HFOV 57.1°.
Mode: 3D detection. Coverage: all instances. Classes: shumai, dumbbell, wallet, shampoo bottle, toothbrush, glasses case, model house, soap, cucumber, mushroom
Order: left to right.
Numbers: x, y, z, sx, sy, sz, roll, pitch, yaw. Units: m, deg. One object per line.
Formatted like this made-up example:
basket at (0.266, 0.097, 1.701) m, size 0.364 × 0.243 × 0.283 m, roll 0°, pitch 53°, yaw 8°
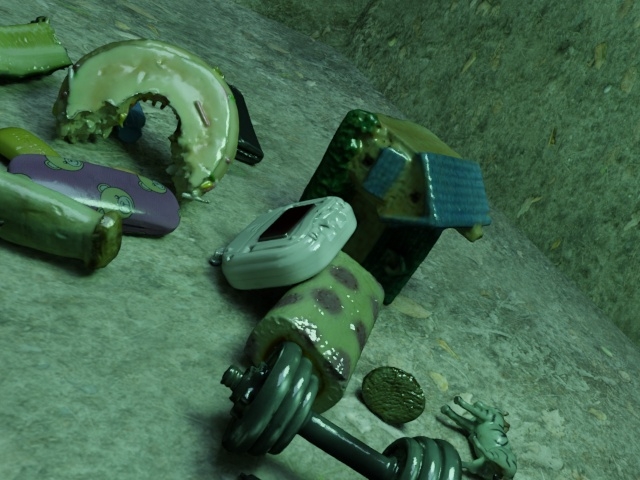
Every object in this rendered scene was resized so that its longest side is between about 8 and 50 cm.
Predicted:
cucumber at (-0.679, -0.392, 1.243) m, size 0.145 × 0.105 × 0.325 m, roll 60°, pitch 23°, yaw -12°
mushroom at (-0.472, -0.051, 0.911) m, size 0.333 × 0.107 × 0.087 m, roll 23°, pitch 12°, yaw -20°
soap at (-0.540, -0.163, 1.085) m, size 0.140 × 0.045 × 0.089 m, roll 37°, pitch 30°, yaw 1°
glasses case at (-0.401, -0.080, 1.075) m, size 0.316 × 0.076 × 0.123 m, roll 11°, pitch 45°, yaw -43°
shampoo bottle at (-0.480, -0.325, 1.411) m, size 0.104 × 0.061 × 0.258 m, roll 11°, pitch 36°, yaw -39°
wallet at (-0.296, -0.378, 1.723) m, size 0.228 × 0.062 × 0.406 m, roll 20°, pitch 30°, yaw -30°
toothbrush at (-0.149, 0.003, 1.305) m, size 0.025 × 0.029 × 0.307 m, roll 35°, pitch 25°, yaw 14°
dumbbell at (0.032, 0.300, 0.862) m, size 0.406 × 0.179 × 0.179 m, roll 33°, pitch 26°, yaw -5°
shumai at (0.141, 0.285, 1.134) m, size 0.124 × 0.099 × 0.087 m, roll 39°, pitch 9°, yaw 1°
model house at (0.180, -0.062, 1.416) m, size 0.335 × 0.382 × 0.342 m, roll -3°, pitch 44°, yaw -52°

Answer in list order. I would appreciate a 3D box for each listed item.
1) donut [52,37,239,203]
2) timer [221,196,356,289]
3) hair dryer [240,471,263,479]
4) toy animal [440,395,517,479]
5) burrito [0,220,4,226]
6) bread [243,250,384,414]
donut at (-0.350, -0.269, 1.263) m, size 0.371 × 0.307 × 0.150 m, roll 28°, pitch -15°, yaw -13°
timer at (-0.063, -0.003, 1.172) m, size 0.262 × 0.237 × 0.087 m, roll -51°, pitch 123°, yaw -50°
hair dryer at (0.026, 0.393, 0.734) m, size 0.352 × 0.189 × 0.107 m, roll 33°, pitch 21°, yaw 26°
toy animal at (0.323, 0.381, 1.193) m, size 0.170 × 0.090 × 0.255 m, roll 39°, pitch 28°, yaw -2°
burrito at (-0.551, 0.038, 0.678) m, size 0.348 × 0.107 × 0.175 m, roll 5°, pitch 55°, yaw -44°
bread at (0.008, 0.149, 1.110) m, size 0.187 × 0.155 × 0.338 m, roll 40°, pitch 26°, yaw 1°
